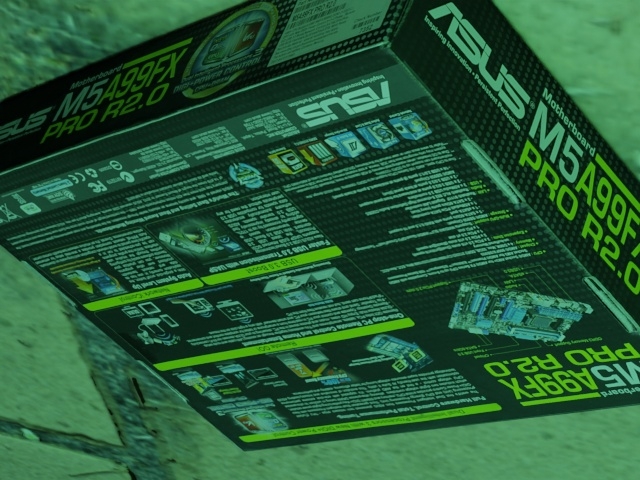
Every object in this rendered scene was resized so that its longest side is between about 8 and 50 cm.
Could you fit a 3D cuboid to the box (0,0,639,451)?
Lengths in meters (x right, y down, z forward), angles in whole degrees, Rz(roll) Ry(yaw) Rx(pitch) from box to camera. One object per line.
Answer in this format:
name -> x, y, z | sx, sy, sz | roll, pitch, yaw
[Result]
box -> 0.000, 0.000, 0.672 | 0.270, 0.060, 0.216 | -14, 133, 43
